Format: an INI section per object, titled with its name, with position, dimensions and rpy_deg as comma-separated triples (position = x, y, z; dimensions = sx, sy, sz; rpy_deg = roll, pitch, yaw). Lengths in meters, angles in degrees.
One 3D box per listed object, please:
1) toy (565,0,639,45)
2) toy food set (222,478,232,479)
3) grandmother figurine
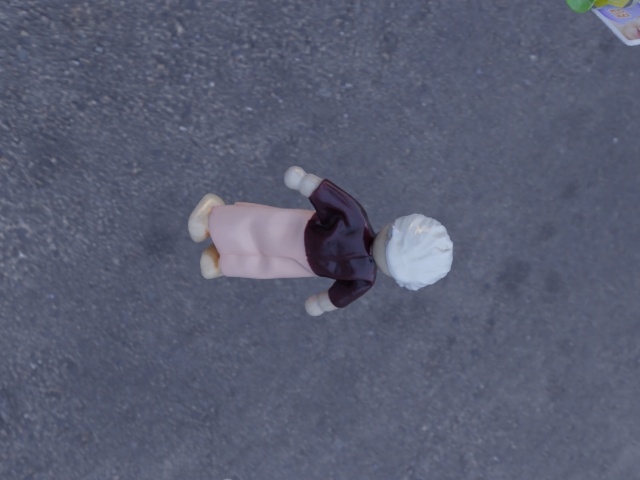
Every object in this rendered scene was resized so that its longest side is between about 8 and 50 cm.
[toy]
position = 0.289, -0.204, 0.716
dimensions = 0.237, 0.137, 0.056
rpy_deg = -11, 135, -19
[toy food set]
position = -0.138, 0.355, 1.017
dimensions = 0.071, 0.128, 0.218
rpy_deg = 11, 117, -48
[grandmother figurine]
position = 0.000, 0.000, 1.217
dimensions = 0.104, 0.342, 0.208
rpy_deg = -57, 142, -40
